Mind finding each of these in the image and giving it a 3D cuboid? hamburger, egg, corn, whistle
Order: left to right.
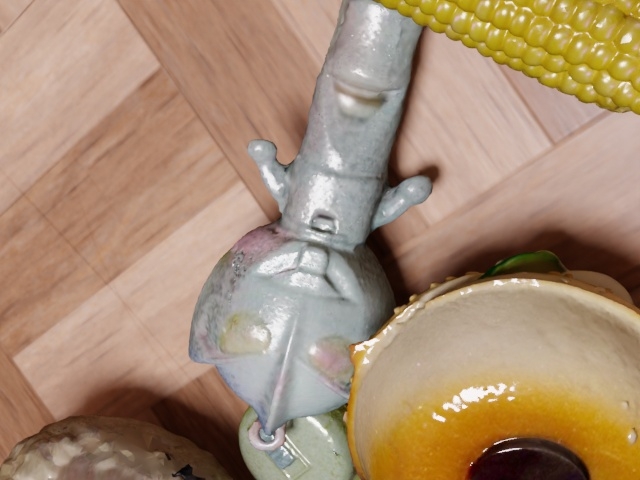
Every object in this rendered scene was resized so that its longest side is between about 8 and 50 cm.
[{"bbox_3d":[-0.158,0.293,0.820,0.279,0.279,0.310,-44,61,31],"label":"egg"},{"bbox_3d":[-0.001,-0.001,0.718,0.142,0.134,0.346,22,107,22],"label":"whistle"},{"bbox_3d":[0.012,0.202,0.813,0.104,0.057,0.198,-42,86,32],"label":"whistle"},{"bbox_3d":[0.106,-0.171,0.591,0.347,0.130,0.130,32,119,9],"label":"corn"},{"bbox_3d":[0.129,0.123,0.664,0.237,0.147,0.237,3,118,6],"label":"hamburger"}]
